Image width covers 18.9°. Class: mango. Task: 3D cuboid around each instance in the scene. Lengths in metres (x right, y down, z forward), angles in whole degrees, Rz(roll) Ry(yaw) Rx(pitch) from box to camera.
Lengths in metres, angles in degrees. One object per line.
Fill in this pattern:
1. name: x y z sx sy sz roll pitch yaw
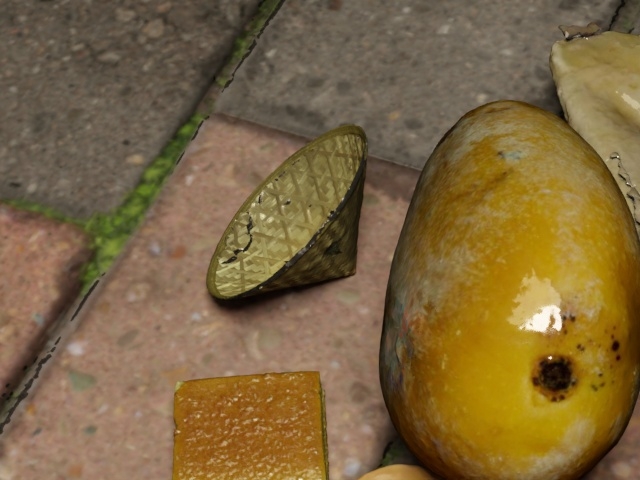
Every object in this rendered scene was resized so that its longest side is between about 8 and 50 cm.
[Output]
1. mango: 0.110 0.023 1.127 0.146 0.192 0.316 15 30 -7

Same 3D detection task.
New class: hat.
1. hat: 0.000 0.000 1.245 0.146 0.067 0.146 -40 22 20

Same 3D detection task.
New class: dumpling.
1. dumpling: 0.248 -0.006 1.192 0.166 0.086 0.332 -1 50 -10

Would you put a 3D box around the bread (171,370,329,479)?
1. bread: -0.042 0.124 1.166 0.094 0.035 0.090 -5 52 5

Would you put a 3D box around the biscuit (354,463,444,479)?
1. biscuit: 0.016 0.286 1.019 0.275 0.052 0.355 -12 55 -4
